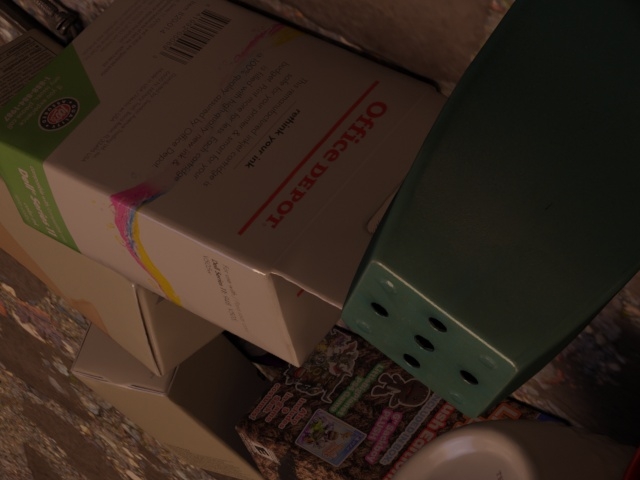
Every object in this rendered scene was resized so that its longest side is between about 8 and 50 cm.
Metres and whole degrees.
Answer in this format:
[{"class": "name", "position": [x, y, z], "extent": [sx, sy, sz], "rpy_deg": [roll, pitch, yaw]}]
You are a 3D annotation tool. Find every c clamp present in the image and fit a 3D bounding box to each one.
[{"class": "c clamp", "position": [-0.266, -0.216, 1.582], "extent": [0.161, 0.022, 0.137], "rpy_deg": [42, 156, -3]}]

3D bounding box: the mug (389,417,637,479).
[{"class": "mug", "position": [0.194, 0.325, 1.356], "extent": [0.276, 0.374, 0.328], "rpy_deg": [-26, 132, 34]}]

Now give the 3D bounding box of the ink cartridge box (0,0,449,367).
[{"class": "ink cartridge box", "position": [-0.047, -0.047, 1.328], "extent": [0.353, 0.207, 0.119], "rpy_deg": [26, 150, 29]}]

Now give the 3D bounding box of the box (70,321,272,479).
[{"class": "box", "position": [-0.128, 0.148, 1.769], "extent": [0.113, 0.094, 0.275], "rpy_deg": [11, 160, 24]}]

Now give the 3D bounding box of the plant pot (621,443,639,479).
[{"class": "plant pot", "position": [0.318, 0.174, 1.212], "extent": [0.174, 0.191, 0.191], "rpy_deg": [38, 156, -3]}]

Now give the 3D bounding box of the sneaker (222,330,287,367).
[{"class": "sneaker", "position": [-0.072, 0.059, 1.730], "extent": [0.098, 0.083, 0.223], "rpy_deg": [20, 162, 18]}]

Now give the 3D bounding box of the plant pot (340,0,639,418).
[{"class": "plant pot", "position": [0.127, -0.021, 1.093], "extent": [0.165, 0.234, 0.165], "rpy_deg": [37, 157, 5]}]

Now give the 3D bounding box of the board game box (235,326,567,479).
[{"class": "board game box", "position": [0.101, 0.240, 1.696], "extent": [0.291, 0.141, 0.232], "rpy_deg": [20, 150, 37]}]

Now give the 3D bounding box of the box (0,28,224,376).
[{"class": "box", "position": [-0.190, -0.038, 1.511], "extent": [0.311, 0.148, 0.121], "rpy_deg": [37, 150, 34]}]
